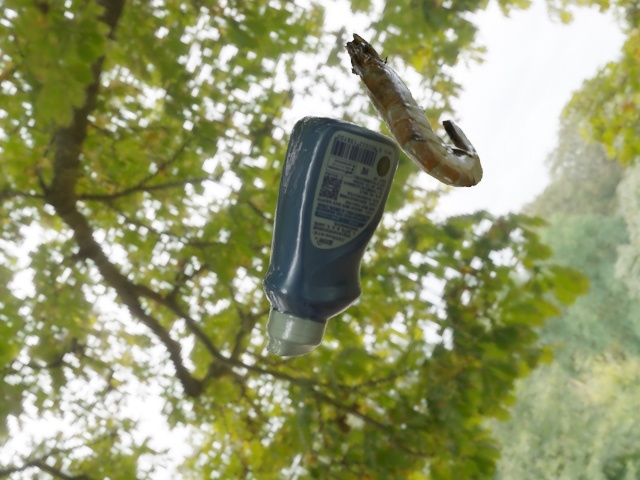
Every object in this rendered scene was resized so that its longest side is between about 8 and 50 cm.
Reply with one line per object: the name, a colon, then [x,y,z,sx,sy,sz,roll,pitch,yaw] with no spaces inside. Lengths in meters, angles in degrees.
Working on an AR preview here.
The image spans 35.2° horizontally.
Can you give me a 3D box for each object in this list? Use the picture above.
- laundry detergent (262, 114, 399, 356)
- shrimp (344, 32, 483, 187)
laundry detergent: [0.000,0.000,1.222,0.143,0.094,0.290,15,-89,-43]
shrimp: [0.137,-0.184,1.437,0.169,0.296,0.058,9,-47,-46]
